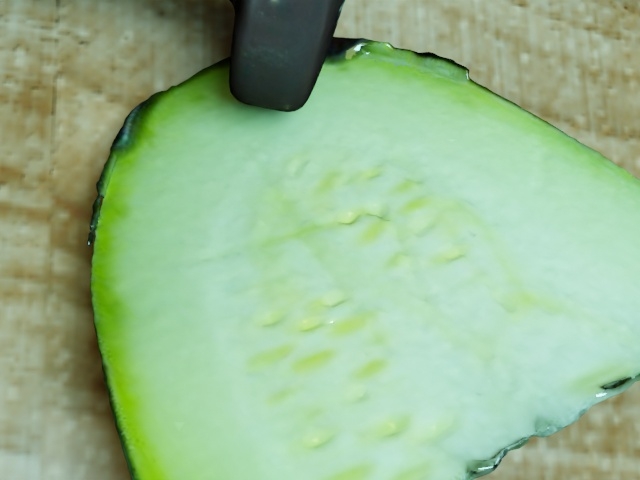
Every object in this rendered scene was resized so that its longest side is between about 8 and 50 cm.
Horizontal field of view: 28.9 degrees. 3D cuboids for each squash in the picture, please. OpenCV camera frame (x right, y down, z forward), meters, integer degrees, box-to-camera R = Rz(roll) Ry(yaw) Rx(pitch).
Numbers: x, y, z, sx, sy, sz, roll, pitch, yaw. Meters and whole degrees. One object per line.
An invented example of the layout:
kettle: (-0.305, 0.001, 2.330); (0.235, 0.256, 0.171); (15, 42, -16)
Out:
squash: (0.000, 0.000, 0.466); (0.237, 0.204, 0.155); (-26, 100, -23)

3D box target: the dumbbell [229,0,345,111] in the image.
dumbbell: (-0.095, -0.137, 0.485); (0.225, 0.124, 0.140); (11, 50, -4)
